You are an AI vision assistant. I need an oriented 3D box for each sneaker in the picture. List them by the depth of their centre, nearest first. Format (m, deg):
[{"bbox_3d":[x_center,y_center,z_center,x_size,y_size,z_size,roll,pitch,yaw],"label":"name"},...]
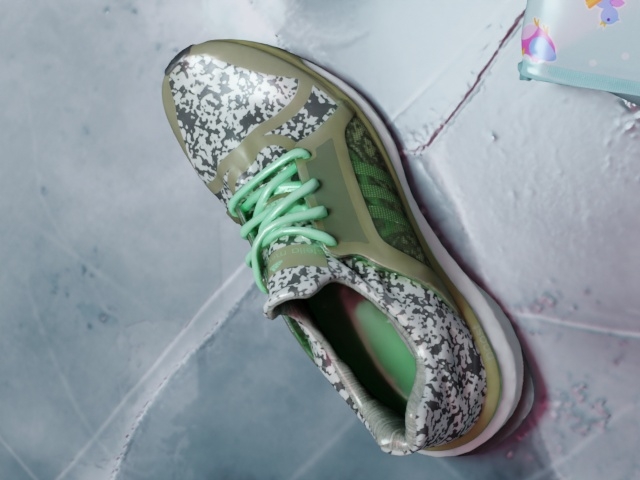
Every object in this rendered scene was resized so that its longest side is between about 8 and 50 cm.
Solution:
[{"bbox_3d":[0.000,0.000,0.963,0.158,0.182,0.410,-44,77,21],"label":"sneaker"}]

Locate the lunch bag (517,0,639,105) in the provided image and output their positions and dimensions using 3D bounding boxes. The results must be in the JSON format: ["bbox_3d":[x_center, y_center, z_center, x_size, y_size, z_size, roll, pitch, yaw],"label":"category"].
[{"bbox_3d":[0.282,-0.188,0.843,0.262,0.160,0.223,14,97,11],"label":"lunch bag"}]
